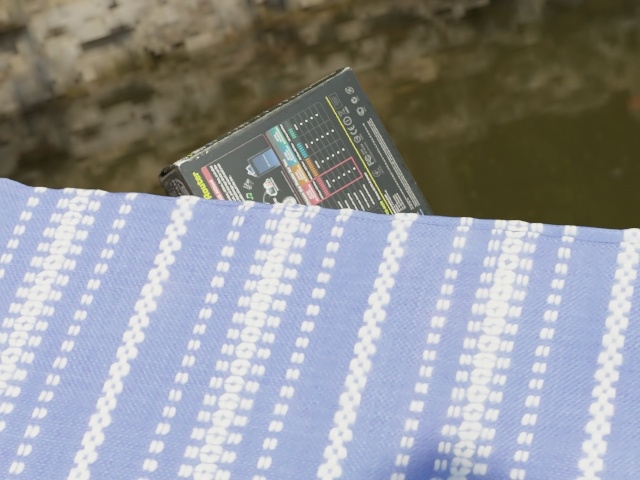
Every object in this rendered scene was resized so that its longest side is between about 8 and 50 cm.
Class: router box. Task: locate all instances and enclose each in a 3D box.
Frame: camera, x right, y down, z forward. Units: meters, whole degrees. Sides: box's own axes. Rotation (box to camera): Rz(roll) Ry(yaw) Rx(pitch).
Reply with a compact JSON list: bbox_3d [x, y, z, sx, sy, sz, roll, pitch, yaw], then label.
[{"bbox_3d":[0.000,0.000,0.762,0.092,0.122,0.038,-31,3,-19],"label":"router box"}]

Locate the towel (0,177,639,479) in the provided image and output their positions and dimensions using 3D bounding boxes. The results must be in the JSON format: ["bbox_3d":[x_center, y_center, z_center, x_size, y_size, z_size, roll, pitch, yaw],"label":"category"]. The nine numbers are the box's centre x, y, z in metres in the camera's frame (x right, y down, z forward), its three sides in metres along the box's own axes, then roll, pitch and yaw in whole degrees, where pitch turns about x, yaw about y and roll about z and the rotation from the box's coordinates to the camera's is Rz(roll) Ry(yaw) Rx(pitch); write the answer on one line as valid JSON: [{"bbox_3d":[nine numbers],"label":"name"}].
[{"bbox_3d":[0.026,0.091,0.496,0.336,0.040,0.243,6,51,13],"label":"towel"}]
